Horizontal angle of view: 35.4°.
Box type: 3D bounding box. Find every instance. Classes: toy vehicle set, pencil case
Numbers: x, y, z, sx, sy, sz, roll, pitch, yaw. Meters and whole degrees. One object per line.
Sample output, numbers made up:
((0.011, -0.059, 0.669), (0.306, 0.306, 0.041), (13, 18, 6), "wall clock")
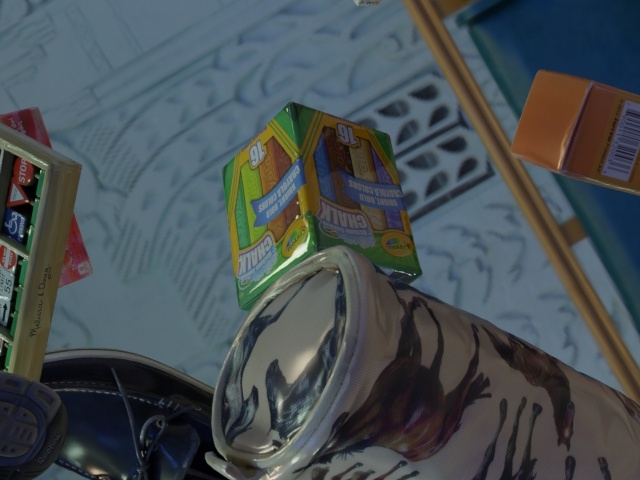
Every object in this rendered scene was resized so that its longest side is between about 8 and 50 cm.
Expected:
((-0.317, 0.026, 0.951), (0.166, 0.267, 0.035), (24, -162, 31), "toy vehicle set")
((0.107, 0.153, 0.739), (0.410, 0.183, 0.160), (29, 155, -33), "pencil case")

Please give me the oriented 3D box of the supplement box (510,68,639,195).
((0.277, -0.072, 0.817), (0.233, 0.080, 0.078), (13, -169, -26), "supplement box")

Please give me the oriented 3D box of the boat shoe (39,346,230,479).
((-0.218, 0.279, 1.359), (0.500, 0.187, 0.156), (20, -158, -16), "boat shoe")

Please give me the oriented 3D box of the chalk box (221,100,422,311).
((0.000, 0.000, 1.312), (0.179, 0.180, 0.289), (14, -128, -36), "chalk box")

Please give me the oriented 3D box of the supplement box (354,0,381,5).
((0.062, -0.345, 1.225), (0.062, 0.036, 0.098), (61, 144, 33), "supplement box")

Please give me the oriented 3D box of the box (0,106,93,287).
((-0.521, -0.056, 1.682), (0.154, 0.142, 0.300), (-6, 104, 46), "box")

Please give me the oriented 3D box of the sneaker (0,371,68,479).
((-0.359, 0.119, 0.813), (0.297, 0.111, 0.129), (30, 166, -25), "sneaker")
